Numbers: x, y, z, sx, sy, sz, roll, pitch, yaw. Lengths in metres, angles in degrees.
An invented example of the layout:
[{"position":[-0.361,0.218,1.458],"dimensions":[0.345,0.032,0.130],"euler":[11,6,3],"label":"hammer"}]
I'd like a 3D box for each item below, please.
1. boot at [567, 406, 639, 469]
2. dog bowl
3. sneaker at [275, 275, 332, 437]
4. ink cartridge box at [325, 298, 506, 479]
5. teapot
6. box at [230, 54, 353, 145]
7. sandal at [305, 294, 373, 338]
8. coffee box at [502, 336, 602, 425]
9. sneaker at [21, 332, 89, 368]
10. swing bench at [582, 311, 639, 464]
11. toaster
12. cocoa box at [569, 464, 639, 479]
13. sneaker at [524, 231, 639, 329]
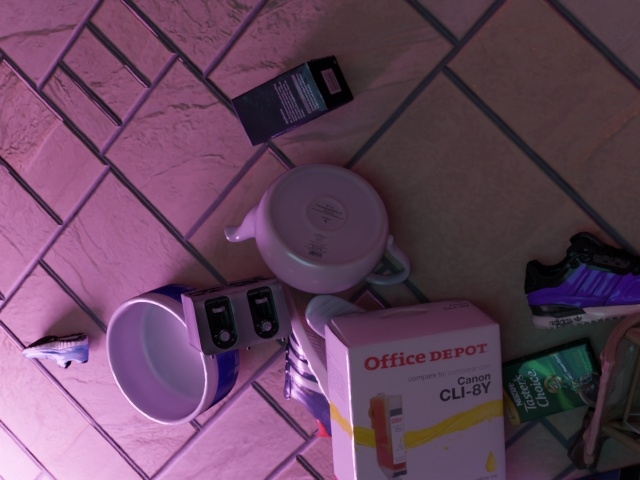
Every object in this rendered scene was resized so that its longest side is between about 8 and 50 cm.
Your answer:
[{"position":[0.503,0.366,1.683],"dimensions":[0.106,0.037,0.114],"euler":[25,108,27],"label":"boot"},{"position":[-0.292,0.223,1.873],"dimensions":[0.265,0.104,0.265],"euler":[10,110,31],"label":"dog bowl"},{"position":[-0.028,0.218,1.797],"dimensions":[0.148,0.131,0.350],"euler":[-24,88,38],"label":"sneaker"},{"position":[0.167,0.321,1.665],"dimensions":[0.279,0.160,0.385],"euler":[-7,103,-12],"label":"ink cartridge box"},{"position":[0.000,0.000,1.697],"dimensions":[0.256,0.252,0.187],"euler":[56,155,21],"label":"teapot"},{"position":[-0.047,-0.246,1.663],"dimensions":[0.158,0.156,0.093],"euler":[-22,96,24],"label":"box"},{"position":[0.074,0.166,1.747],"dimensions":[0.265,0.076,0.102],"euler":[36,90,-25],"label":"sandal"},{"position":[0.406,0.253,1.687],"dimensions":[0.184,0.040,0.113],"euler":[-20,96,23],"label":"coffee box"},{"position":[-0.568,0.246,2.034],"dimensions":[0.162,0.063,0.073],"euler":[-6,105,22],"label":"sneaker"},{"position":[0.570,0.255,1.518],"dimensions":[0.254,0.165,0.253],"euler":[15,135,19],"label":"swing bench"},{"position":[-0.153,0.134,1.700],"dimensions":[0.168,0.185,0.110],"euler":[-11,93,-16],"label":"toaster"},{"position":[0.551,0.592,1.617],"dimensions":[0.228,0.231,0.347],"euler":[-20,96,24],"label":"cocoa box"},{"position":[0.476,0.051,1.577],"dimensions":[0.293,0.102,0.146],"euler":[-15,97,23],"label":"sneaker"}]
